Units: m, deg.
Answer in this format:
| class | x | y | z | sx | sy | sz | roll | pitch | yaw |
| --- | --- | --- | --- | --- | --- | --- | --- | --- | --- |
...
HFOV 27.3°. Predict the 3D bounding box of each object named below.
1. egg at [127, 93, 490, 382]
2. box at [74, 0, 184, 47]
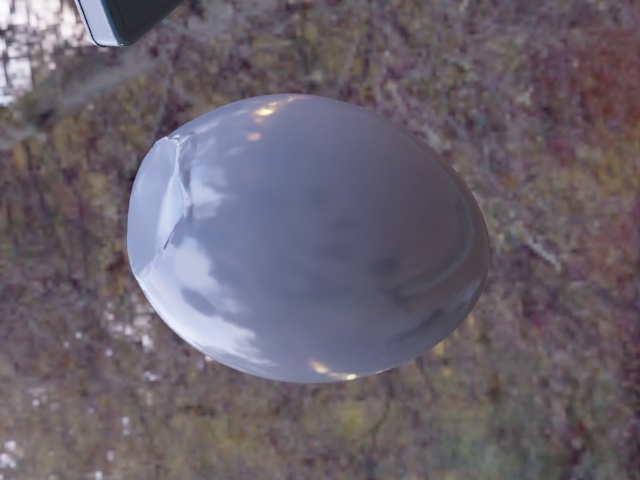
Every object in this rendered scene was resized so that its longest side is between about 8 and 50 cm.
| class | x | y | z | sx | sy | sz | roll | pitch | yaw |
| --- | --- | --- | --- | --- | --- | --- | --- | --- | --- |
| egg | 0.000 | 0.000 | 0.815 | 0.176 | 0.232 | 0.176 | -17 | 71 | 62 |
| box | -0.129 | -0.203 | 0.960 | 0.126 | 0.031 | 0.091 | -48 | -41 | -36 |
